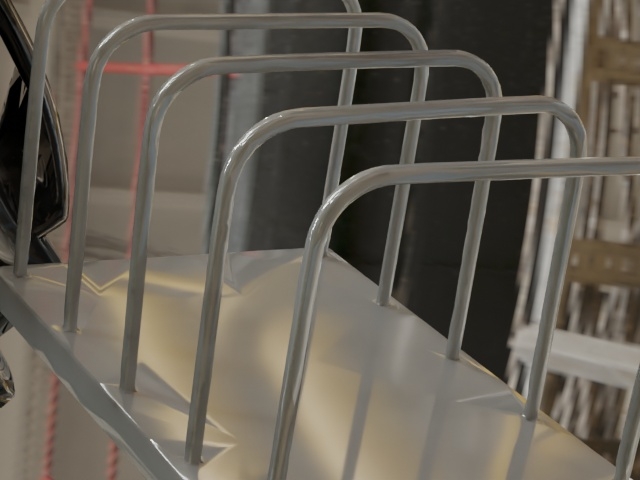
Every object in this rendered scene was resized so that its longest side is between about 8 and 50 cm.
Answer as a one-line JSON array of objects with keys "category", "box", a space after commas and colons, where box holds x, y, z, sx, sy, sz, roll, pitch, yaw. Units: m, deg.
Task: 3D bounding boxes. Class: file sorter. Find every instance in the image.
[{"category": "file sorter", "box": [0.000, 0.000, 0.777, 0.193, 0.278, 0.173, -4, -65, -31]}]

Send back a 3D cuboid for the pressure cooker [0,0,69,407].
[{"category": "pressure cooker", "box": [-0.356, -0.033, 0.956, 0.420, 0.375, 0.370, -37, -24, -1]}]
